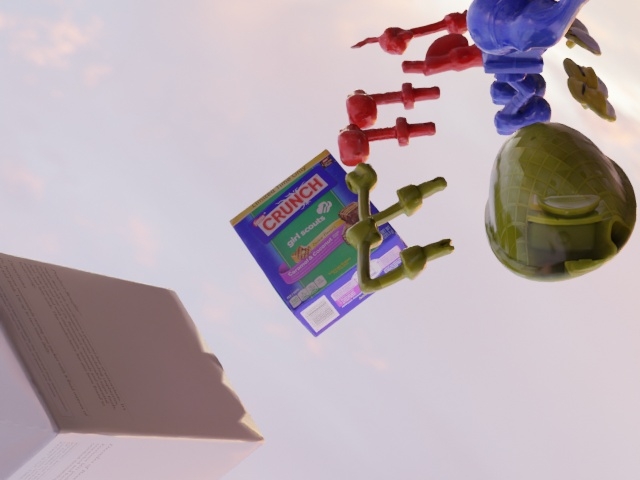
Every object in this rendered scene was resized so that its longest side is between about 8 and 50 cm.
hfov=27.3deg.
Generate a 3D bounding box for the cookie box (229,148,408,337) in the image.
[{"bbox_3d":[0.000,0.000,0.928,0.107,0.092,0.040,52,179,43],"label":"cookie box"}]

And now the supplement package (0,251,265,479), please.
[{"bbox_3d":[-0.215,0.140,1.063,0.177,0.175,0.293,56,-163,24],"label":"supplement package"}]

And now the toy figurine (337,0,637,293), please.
[{"bbox_3d":[0.094,-0.157,0.846,0.191,0.217,0.362,-4,-146,8],"label":"toy figurine"}]
